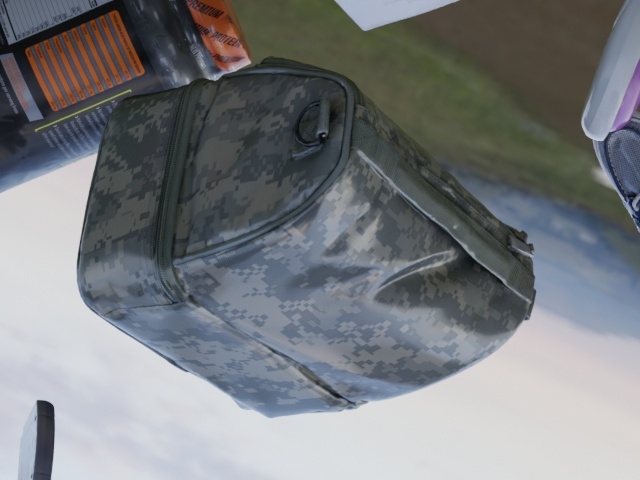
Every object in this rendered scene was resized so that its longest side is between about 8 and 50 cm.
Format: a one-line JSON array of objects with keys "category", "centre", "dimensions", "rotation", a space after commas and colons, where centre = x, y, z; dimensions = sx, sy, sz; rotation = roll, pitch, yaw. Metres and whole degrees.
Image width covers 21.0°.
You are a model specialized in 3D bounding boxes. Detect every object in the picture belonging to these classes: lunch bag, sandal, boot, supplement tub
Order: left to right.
[{"category": "supplement tub", "centre": [-0.251, -0.181, 1.669], "dimensions": [0.207, 0.338, 0.207], "rotation": [-22, -90, -87]}, {"category": "lunch bag", "centre": [0.000, 0.000, 1.380], "dimensions": [0.256, 0.212, 0.305], "rotation": [-10, 147, 35]}, {"category": "boot", "centre": [0.302, -0.027, 1.500], "dimensions": [0.190, 0.069, 0.086], "rotation": [50, -158, -13]}, {"category": "sandal", "centre": [0.320, -0.219, 1.404], "dimensions": [0.102, 0.169, 0.416], "rotation": [24, -134, 12]}]

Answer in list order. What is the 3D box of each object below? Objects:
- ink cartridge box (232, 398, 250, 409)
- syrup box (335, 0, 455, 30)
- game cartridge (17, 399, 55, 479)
[{"category": "ink cartridge box", "centre": [-0.044, 0.046, 1.750], "dimensions": [0.087, 0.208, 0.153], "rotation": [-6, 133, 47]}, {"category": "syrup box", "centre": [0.012, -0.237, 1.061], "dimensions": [0.093, 0.096, 0.237], "rotation": [-13, 147, 29]}, {"category": "game cartridge", "centre": [-0.206, 0.160, 1.253], "dimensions": [0.017, 0.056, 0.083], "rotation": [10, -130, -16]}]
